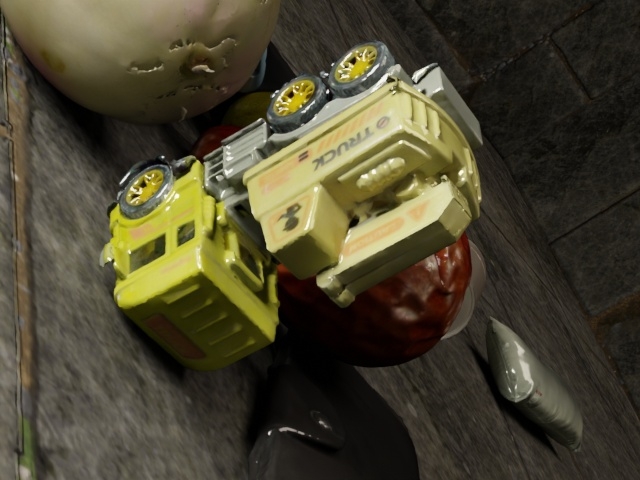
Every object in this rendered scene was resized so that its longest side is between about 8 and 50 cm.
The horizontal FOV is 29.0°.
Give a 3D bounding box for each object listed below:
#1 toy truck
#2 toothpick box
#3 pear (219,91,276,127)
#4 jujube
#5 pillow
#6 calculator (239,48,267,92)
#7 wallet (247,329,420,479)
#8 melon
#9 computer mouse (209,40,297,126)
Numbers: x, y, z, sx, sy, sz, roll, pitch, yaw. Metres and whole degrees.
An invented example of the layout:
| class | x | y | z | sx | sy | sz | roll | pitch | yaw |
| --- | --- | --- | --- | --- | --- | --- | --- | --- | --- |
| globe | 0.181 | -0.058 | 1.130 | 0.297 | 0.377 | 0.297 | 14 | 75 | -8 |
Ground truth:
| class | x | y | z | sx | sy | sz | roll | pitch | yaw |
| --- | --- | --- | --- | --- | --- | --- | --- | --- | --- |
| toy truck | -0.017 | -0.010 | 0.849 | 0.124 | 0.272 | 0.157 | 49 | 23 | -35 |
| toothpick box | 0.155 | 0.056 | 1.596 | 0.111 | 0.111 | 0.180 | 56 | 15 | -2 |
| pear | -0.050 | -0.065 | 1.157 | 0.104 | 0.141 | 0.141 | -40 | 99 | -33 |
| jujube | 0.000 | 0.000 | 1.038 | 0.255 | 0.190 | 0.190 | 23 | 18 | -3 |
| pillow | 0.325 | 0.220 | 1.873 | 0.254 | 0.078 | 0.144 | 40 | 22 | -48 |
| calculator | -0.090 | -0.277 | 1.179 | 0.188 | 0.042 | 0.303 | 98 | -16 | -56 |
| wallet | 0.020 | 0.193 | 0.971 | 0.197 | 0.051 | 0.377 | 52 | 13 | -13 |
| melon | -0.151 | -0.231 | 0.980 | 0.223 | 0.223 | 0.317 | 35 | 25 | -56 |
| computer mouse | -0.074 | -0.160 | 1.317 | 0.269 | 0.100 | 0.170 | 56 | 0 | 29 |
